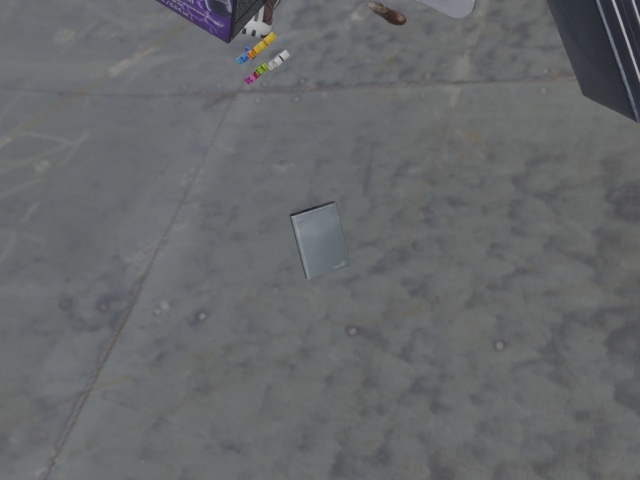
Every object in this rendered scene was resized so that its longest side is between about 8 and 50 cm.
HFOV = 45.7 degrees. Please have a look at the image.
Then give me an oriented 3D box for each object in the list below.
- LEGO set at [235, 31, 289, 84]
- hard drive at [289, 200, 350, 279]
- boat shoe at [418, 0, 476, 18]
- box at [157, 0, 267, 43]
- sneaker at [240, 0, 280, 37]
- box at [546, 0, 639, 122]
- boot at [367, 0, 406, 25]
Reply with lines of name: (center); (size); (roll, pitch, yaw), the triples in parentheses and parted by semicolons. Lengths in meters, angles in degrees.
LEGO set: (-0.156, -0.517, 2.106); (0.093, 0.087, 0.227); (-46, 18, -20)
hard drive: (0.000, 0.000, 1.488); (0.094, 0.135, 0.022); (-18, 20, -13)
boat shoe: (0.229, -0.591, 1.687); (0.268, 0.096, 0.088); (26, 46, 2)
box: (-0.145, -0.388, 0.988); (0.153, 0.207, 0.108); (32, 64, 6)
sneaker: (-0.108, -0.519, 1.438); (0.107, 0.162, 0.281); (8, 45, -12)
box: (0.524, -0.398, 1.175); (0.294, 0.296, 0.182); (-32, 29, 1)
boot: (0.176, -0.599, 1.998); (0.106, 0.114, 0.037); (21, 101, 2)
